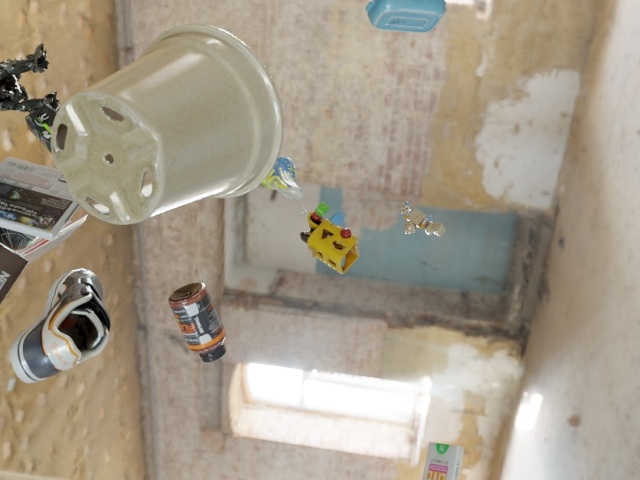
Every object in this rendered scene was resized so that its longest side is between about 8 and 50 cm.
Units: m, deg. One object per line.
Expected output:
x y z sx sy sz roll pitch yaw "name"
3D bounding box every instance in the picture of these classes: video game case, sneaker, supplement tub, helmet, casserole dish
-0.556 -0.083 1.438 0.173 0.190 0.022 -70 -7 -47 "video game case"
-0.453 0.146 1.424 0.321 0.127 0.126 -83 -29 -62 "sneaker"
-0.308 0.214 1.937 0.106 0.106 0.198 -70 -37 -64 "supplement tub"
-0.122 -0.225 2.582 0.091 0.240 0.126 35 -95 -43 "sneaker"
-0.772 -0.054 1.876 0.169 0.161 0.170 -28 -52 -45 "helmet"
0.194 -0.503 1.686 0.114 0.188 0.037 138 131 -69 "casserole dish"

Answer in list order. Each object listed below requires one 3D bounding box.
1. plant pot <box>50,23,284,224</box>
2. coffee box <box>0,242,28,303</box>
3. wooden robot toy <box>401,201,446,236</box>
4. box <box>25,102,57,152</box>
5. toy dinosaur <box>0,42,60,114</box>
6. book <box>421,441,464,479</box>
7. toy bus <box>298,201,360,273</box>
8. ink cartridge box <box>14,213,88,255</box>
-0.278 -0.183 1.307 0.305 0.333 0.334 -43 -38 -56 "plant pot"
-0.763 0.073 1.646 0.297 0.119 0.168 6 63 57 "coffee box"
0.287 -0.044 2.246 0.079 0.173 0.076 -50 -32 -8 "wooden robot toy"
-0.603 -0.249 1.677 0.062 0.083 0.052 -42 -7 -24 "box"
-0.757 -0.359 1.820 0.322 0.218 0.164 -112 15 -45 "toy dinosaur"
0.252 0.497 1.569 0.096 0.035 0.144 -19 55 61 "book"
0.009 0.003 2.043 0.104 0.191 0.202 -49 19 -21 "toy bus"
-0.900 0.013 2.296 0.308 0.091 0.385 -37 6 -34 "ink cartridge box"
